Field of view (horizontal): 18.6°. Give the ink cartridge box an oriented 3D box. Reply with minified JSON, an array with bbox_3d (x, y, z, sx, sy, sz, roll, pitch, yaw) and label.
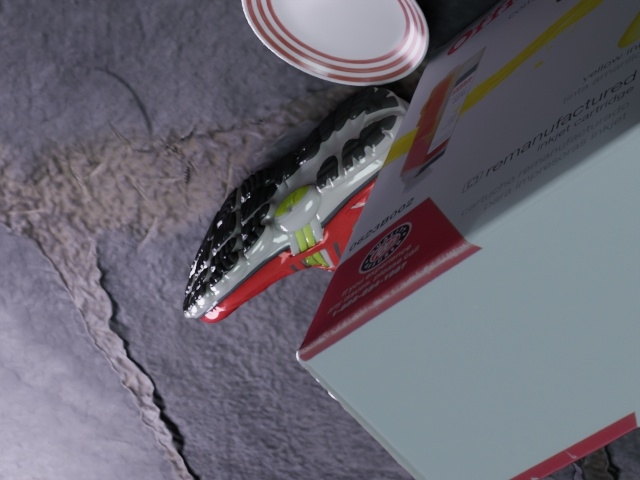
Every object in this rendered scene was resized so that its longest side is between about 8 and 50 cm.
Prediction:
[{"bbox_3d":[0.174,-0.050,1.232,0.160,0.385,0.279,44,125,-14],"label":"ink cartridge box"}]

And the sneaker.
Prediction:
[{"bbox_3d":[0.000,0.000,1.501,0.118,0.107,0.279,35,131,-24],"label":"sneaker"}]

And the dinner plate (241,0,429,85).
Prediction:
[{"bbox_3d":[0.012,-0.164,1.407,0.141,0.017,0.141,15,148,10],"label":"dinner plate"}]
